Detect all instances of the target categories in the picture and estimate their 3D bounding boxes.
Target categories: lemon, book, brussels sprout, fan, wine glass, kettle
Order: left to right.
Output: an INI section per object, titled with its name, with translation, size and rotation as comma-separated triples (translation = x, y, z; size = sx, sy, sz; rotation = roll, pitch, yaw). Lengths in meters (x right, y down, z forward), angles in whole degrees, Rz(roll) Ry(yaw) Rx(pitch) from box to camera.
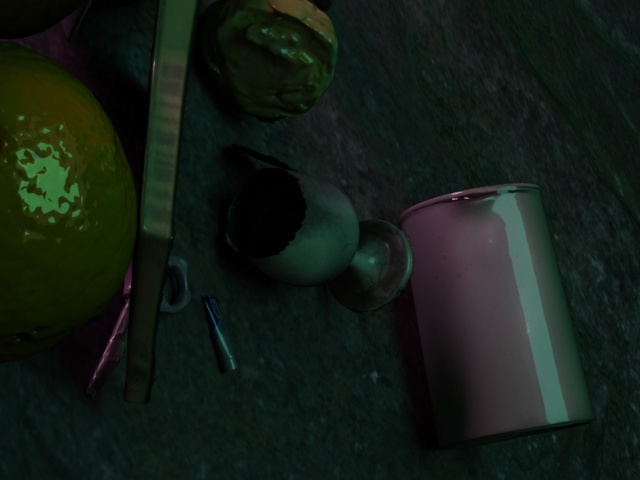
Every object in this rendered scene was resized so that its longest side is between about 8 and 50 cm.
[lemon]
translation = -0.256, -0.033, 1.102
size = 0.228, 0.228, 0.253
rotation = -57, 134, -54
[book]
translation = -0.143, -0.075, 1.339
size = 0.260, 0.043, 0.371
rotation = 106, -11, -52
[fan]
translation = -0.056, -0.089, 1.621
size = 0.085, 0.133, 0.005
rotation = 23, 88, -10
[brussels sprout]
translation = -0.055, -0.220, 1.650
size = 0.122, 0.149, 0.152
rotation = -97, 171, -50
[wine glass]
translation = 0.000, 0.000, 1.657
size = 0.241, 0.126, 0.126
rotation = 29, 52, -56
[kettle]
translation = 0.237, 0.103, 1.954
size = 0.265, 0.205, 0.318
rotation = 4, 70, -57

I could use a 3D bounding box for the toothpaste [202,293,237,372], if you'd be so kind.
[toothpaste]
translation = -0.104, 0.096, 1.542
size = 0.024, 0.015, 0.083
rotation = -5, 75, -60

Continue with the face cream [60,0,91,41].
[face cream]
translation = -0.226, -0.414, 1.339
size = 0.137, 0.235, 0.420
rotation = 2, 56, -35

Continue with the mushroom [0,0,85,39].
[mushroom]
translation = -0.294, -0.303, 1.111
size = 0.345, 0.259, 0.345
rotation = 28, 37, -23

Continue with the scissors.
[scissors]
translation = -0.179, 0.070, 1.412
size = 0.110, 0.021, 0.212
rotation = 55, 33, -28

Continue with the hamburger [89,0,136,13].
[hamburger]
translation = -0.178, -0.351, 1.501
size = 0.211, 0.132, 0.309
rotation = 35, 46, -47

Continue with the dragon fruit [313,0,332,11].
[dragon fruit]
translation = -0.004, -0.379, 1.828
size = 0.133, 0.150, 0.208
rotation = -24, 130, -21
